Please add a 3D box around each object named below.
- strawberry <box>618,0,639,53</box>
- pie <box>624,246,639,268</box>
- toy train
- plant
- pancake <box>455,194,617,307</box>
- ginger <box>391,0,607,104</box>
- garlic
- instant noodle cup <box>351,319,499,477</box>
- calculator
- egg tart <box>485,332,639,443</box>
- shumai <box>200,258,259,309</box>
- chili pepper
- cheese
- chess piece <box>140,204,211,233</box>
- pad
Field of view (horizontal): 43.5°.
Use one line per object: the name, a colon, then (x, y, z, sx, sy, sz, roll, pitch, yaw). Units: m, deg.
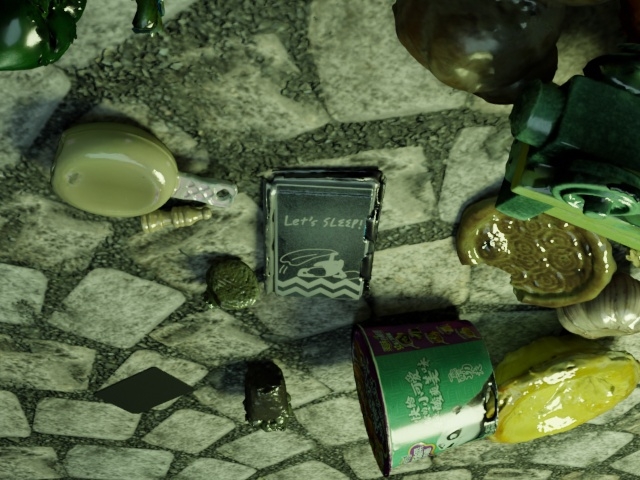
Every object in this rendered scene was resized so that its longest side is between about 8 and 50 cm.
strawberry: (0.414, -0.219, 0.851, 0.237, 0.190, 0.111, 14, -179, -4)
pie: (0.605, -0.026, 1.139, 0.340, 0.083, 0.339, -5, 142, -4)
toy train: (0.363, -0.054, 0.831, 0.397, 0.160, 0.253, 19, 170, -5)
plant: (-0.096, 0.287, 1.448, 0.092, 0.094, 0.143, -12, 138, -9)
pancake: (0.305, 0.016, 1.145, 0.235, 0.029, 0.212, 29, 142, -5)
ginger: (0.185, -0.250, 0.777, 0.245, 0.155, 0.304, 2, 149, -19)
garlic: (0.449, 0.099, 1.262, 0.147, 0.101, 0.159, 8, 163, -18)
instant noodle cup: (0.170, 0.242, 1.313, 0.190, 0.251, 0.251, -10, 142, -7)
calculator: (0.000, 0.000, 1.151, 0.166, 0.028, 0.274, 2, 139, -3)
egg tart: (0.405, 0.250, 1.415, 0.315, 0.120, 0.315, -13, 145, -9)
shumai: (-0.136, 0.069, 1.207, 0.083, 0.082, 0.080, 20, 174, -10)
chili pepper: (-0.267, -0.240, 0.716, 0.261, 0.165, 0.173, 4, 122, -6)
cheese: (-0.216, -0.078, 1.002, 0.228, 0.064, 0.137, 10, 140, -20)
chess piece: (-0.194, -0.032, 1.086, 0.092, 0.035, 0.035, -7, 141, -3)
pad: (-0.324, 0.279, 1.481, 0.157, 0.003, 0.112, -26, 137, 23)
